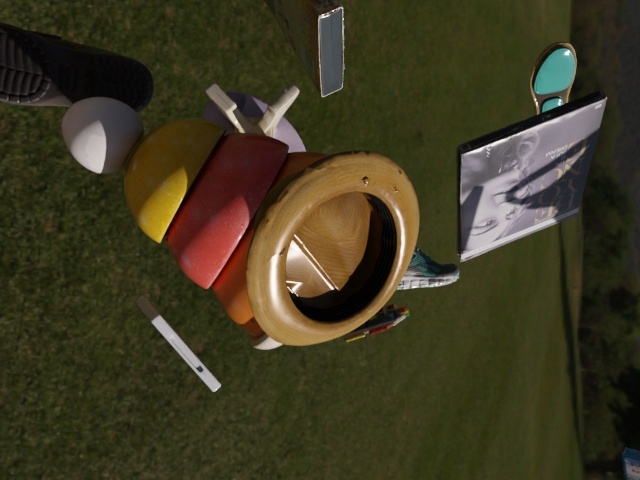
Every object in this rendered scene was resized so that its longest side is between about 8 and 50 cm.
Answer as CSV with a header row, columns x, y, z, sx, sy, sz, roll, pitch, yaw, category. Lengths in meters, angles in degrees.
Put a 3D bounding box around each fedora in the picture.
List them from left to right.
x,y,z,sx,sy,sz,roll,pitch,yaw,category
0.000,0.000,0.638,0.194,0.079,0.194,-21,129,-28,fedora

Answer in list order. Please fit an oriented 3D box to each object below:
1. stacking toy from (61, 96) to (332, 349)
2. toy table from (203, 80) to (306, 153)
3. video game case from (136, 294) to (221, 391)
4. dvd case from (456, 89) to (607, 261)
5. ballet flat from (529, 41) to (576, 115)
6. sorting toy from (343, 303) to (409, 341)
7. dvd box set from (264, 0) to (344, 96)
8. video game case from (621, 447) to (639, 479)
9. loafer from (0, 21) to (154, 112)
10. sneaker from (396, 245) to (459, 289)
x,y,z,sx,sy,sz,roll,pitch,yaw,category
-0.181,-0.081,1.143,0.351,0.480,0.350,-55,-169,16,stacking toy
-0.138,-0.217,1.537,0.252,0.274,0.161,-56,180,-4,toy table
-0.215,0.151,1.088,0.019,0.157,0.143,-41,109,-13,video game case
0.234,-0.064,0.834,0.221,0.164,0.018,73,-6,-58,dvd case
0.412,-0.281,1.312,0.232,0.080,0.073,73,10,-53,ballet flat
0.127,0.196,1.781,0.274,0.132,0.046,-8,80,-72,sorting toy
-0.071,-0.570,1.629,0.420,0.062,0.308,61,-8,19,dvd box set
0.407,0.309,0.813,0.015,0.119,0.166,-44,127,-33,video game case
-0.483,-0.306,1.333,0.130,0.365,0.134,-98,-157,-76,loafer
0.143,0.035,1.102,0.166,0.065,0.076,-1,86,-32,sneaker
